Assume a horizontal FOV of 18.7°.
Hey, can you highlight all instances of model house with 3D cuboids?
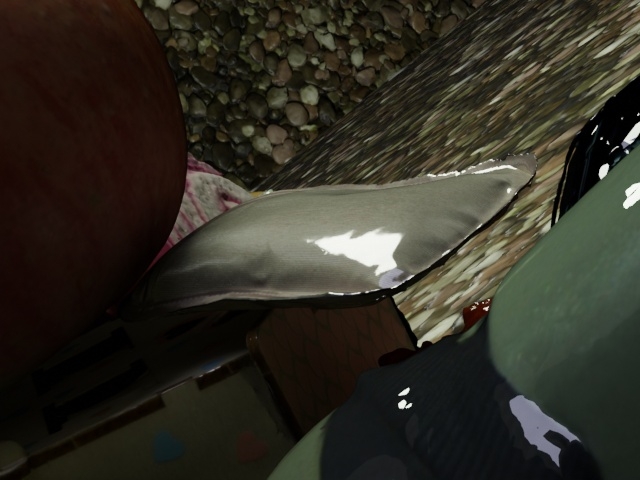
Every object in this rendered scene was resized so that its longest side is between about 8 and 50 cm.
[{"bbox_3d":[-0.058,0.105,1.044,0.244,0.169,0.326,-30,10,-7],"label":"model house"}]

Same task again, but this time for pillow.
[{"bbox_3d":[0.000,0.000,0.906,0.131,0.038,0.233,-34,17,-33],"label":"pillow"}]

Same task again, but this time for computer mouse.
[{"bbox_3d":[0.200,-0.056,1.119,0.146,0.077,0.241,-35,6,33],"label":"computer mouse"}]

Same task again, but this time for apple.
[{"bbox_3d":[-0.233,-0.048,1.009,0.345,0.269,0.345,-33,12,8],"label":"apple"}]

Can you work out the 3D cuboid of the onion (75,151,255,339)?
[{"bbox_3d":[-0.108,0.073,1.285,0.207,0.216,0.206,-51,2,25],"label":"onion"}]

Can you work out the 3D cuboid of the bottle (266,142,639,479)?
[{"bbox_3d":[0.129,0.036,0.482,0.347,0.168,0.168,-39,5,23],"label":"bottle"}]

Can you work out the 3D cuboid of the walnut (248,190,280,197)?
[{"bbox_3d":[-0.060,0.034,1.614,0.238,0.141,0.204,-44,14,-30],"label":"walnut"}]

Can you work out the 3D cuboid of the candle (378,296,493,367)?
[{"bbox_3d":[0.131,0.039,0.877,0.084,0.059,0.302,0,-16,-38],"label":"candle"}]
